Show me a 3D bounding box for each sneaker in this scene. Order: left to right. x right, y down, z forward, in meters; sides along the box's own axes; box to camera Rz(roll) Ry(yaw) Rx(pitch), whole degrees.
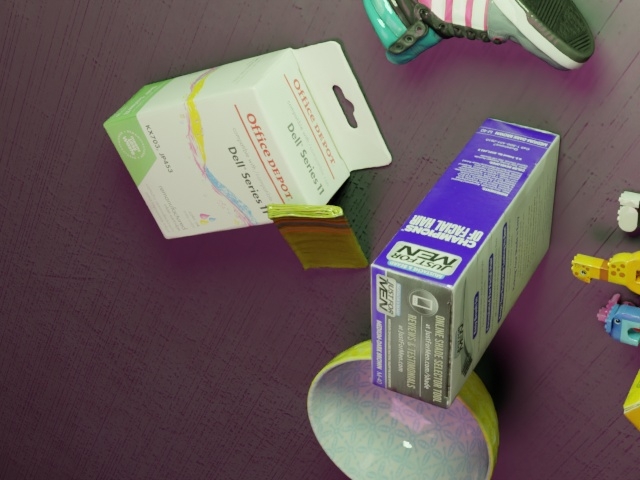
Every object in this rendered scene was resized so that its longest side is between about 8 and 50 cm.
[{"bbox_3d":[0.159,-0.259,1.462,0.295,0.124,0.178,43,131,8],"label":"sneaker"}]

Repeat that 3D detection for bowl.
[{"bbox_3d":[0.143,0.238,1.835,0.290,0.156,0.289,18,131,22],"label":"bowl"}]

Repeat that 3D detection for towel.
[{"bbox_3d":[0.000,0.000,1.732,0.102,0.021,0.237,3,162,12],"label":"towel"}]

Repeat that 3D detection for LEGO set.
[{"bbox_3d":[0.370,0.046,1.590,0.093,0.087,0.227,13,128,24],"label":"LEGO set"}]

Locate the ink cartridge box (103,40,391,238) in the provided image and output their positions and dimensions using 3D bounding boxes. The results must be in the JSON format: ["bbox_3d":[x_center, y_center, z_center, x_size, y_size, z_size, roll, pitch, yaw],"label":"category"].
[{"bbox_3d":[-0.102,-0.133,1.733,0.354,0.119,0.207,-9,119,36],"label":"ink cartridge box"}]

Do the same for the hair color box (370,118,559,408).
[{"bbox_3d":[0.178,0.019,1.514,0.110,0.339,0.185,15,130,22],"label":"hair color box"}]

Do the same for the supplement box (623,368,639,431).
[{"bbox_3d":[0.576,0.238,1.529,0.356,0.195,0.194,47,134,-8],"label":"supplement box"}]
